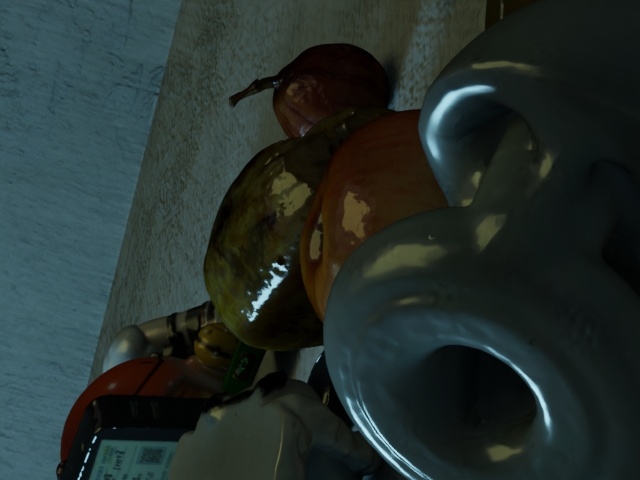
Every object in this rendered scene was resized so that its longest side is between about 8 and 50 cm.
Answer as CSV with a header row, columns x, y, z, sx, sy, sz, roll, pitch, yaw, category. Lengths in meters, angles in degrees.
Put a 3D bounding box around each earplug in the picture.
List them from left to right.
x,y,z,sx,sy,sz,roll,pitch,yaw,category
0.128,0.013,1.015,0.175,0.214,0.325,-23,-46,-70,earplug

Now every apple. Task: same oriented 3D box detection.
x,y,z,sx,sy,sz,roll,pitch,yaw,category
0.070,0.004,1.282,0.209,0.164,0.209,-167,90,-78,apple

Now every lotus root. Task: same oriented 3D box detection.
x,y,z,sx,sy,sz,roll,pitch,yaw,category
-0.003,-0.008,1.566,0.291,0.193,0.193,127,153,-51,lotus root

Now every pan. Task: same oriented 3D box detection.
x,y,z,sx,sy,sz,roll,pitch,yaw,category
0.010,0.111,1.689,0.115,0.040,0.212,159,117,-75,pan

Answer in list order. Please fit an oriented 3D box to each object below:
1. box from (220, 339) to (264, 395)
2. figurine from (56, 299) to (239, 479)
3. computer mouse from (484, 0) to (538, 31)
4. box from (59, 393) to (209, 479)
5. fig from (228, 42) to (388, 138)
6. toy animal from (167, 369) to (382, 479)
x,y,z,sx,sy,sz,roll,pitch,yaw,category
-0.047,0.046,1.931,0.132,0.034,0.235,-66,-3,-64,box
-0.206,0.227,2.137,0.323,0.196,0.320,-81,16,-64,figurine
0.166,-0.201,1.328,0.126,0.056,0.245,152,128,-73,computer mouse
-0.197,0.311,1.981,0.058,0.211,0.350,-108,33,-45,box
0.000,-0.145,1.810,0.128,0.150,0.128,-43,-40,-53,fig
-0.031,0.225,1.518,0.208,0.156,0.204,-26,46,52,toy animal
